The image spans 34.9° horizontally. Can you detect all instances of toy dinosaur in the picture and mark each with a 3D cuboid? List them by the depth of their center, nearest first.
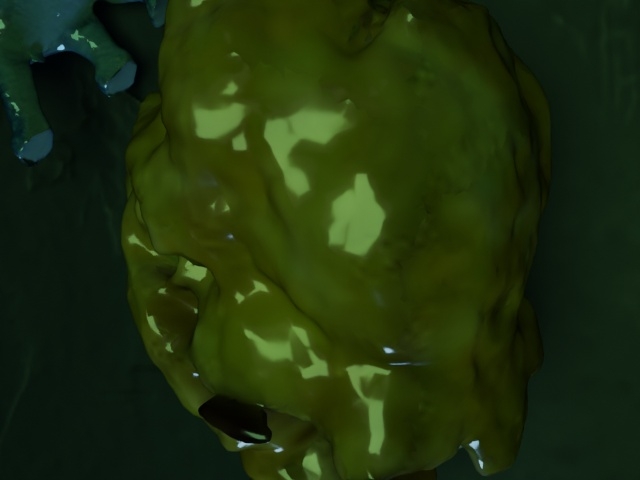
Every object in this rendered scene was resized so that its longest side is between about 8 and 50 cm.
[{"bbox_3d":[-0.135,-0.134,0.516,0.144,0.076,0.329,49,115,14],"label":"toy dinosaur"}]

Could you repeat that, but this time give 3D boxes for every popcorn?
[{"bbox_3d":[0.002,0.002,0.430,0.190,0.191,0.253,3,104,30],"label":"popcorn"}]
